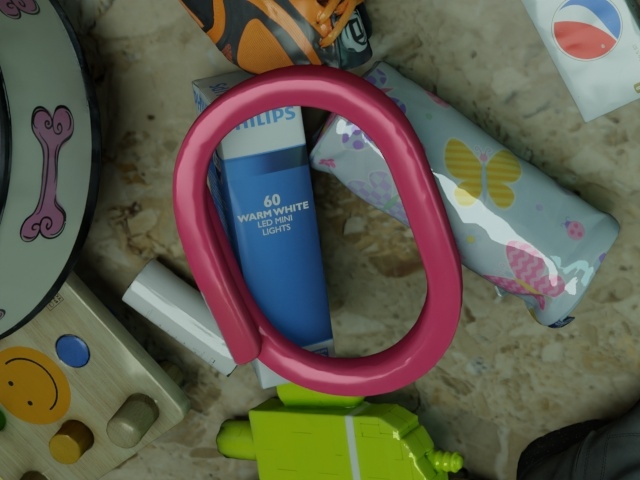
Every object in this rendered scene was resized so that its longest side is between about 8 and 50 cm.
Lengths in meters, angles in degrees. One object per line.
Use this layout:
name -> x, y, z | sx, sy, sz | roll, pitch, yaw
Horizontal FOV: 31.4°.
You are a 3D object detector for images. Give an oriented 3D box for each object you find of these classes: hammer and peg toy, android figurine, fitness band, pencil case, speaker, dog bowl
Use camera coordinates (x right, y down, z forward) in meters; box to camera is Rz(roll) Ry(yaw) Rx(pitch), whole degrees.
hammer and peg toy -> -0.331, 0.103, 1.184 | 0.266, 0.127, 0.361 | -36, 99, 27
android figurine -> 0.021, 0.245, 1.144 | 0.273, 0.056, 0.248 | -5, 99, 32
fitness band -> 0.000, 0.000, 0.926 | 0.209, 0.054, 0.291 | -17, 111, 10
pencil case -> 0.123, -0.040, 0.986 | 0.273, 0.113, 0.124 | 35, 162, -1
speaker -> -0.133, 0.078, 1.151 | 0.136, 0.055, 0.055 | 36, 119, 0
dog bowl -> -0.408, -0.089, 1.036 | 0.408, 0.150, 0.408 | 2, 94, 24

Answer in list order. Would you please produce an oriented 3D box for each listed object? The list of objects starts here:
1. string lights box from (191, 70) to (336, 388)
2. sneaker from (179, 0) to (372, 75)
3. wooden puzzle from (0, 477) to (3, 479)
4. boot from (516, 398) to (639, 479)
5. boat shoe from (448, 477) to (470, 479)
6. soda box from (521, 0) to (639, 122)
string lights box -> -0.051, -0.014, 1.031 | 0.077, 0.133, 0.260 | -12, 113, -11
sneaker -> 0.025, -0.241, 0.934 | 0.321, 0.124, 0.180 | -19, 111, 35
wooden puzzle -> -0.411, 0.310, 1.351 | 0.221, 0.044, 0.239 | -32, 101, 27
boot -> 0.297, 0.216, 0.982 | 0.118, 0.223, 0.338 | 46, 118, -5
boat shoe -> 0.194, 0.319, 1.149 | 0.207, 0.073, 0.073 | 38, 159, 5
soda box -> 0.198, -0.209, 0.910 | 0.074, 0.069, 0.216 | -25, 103, 26
